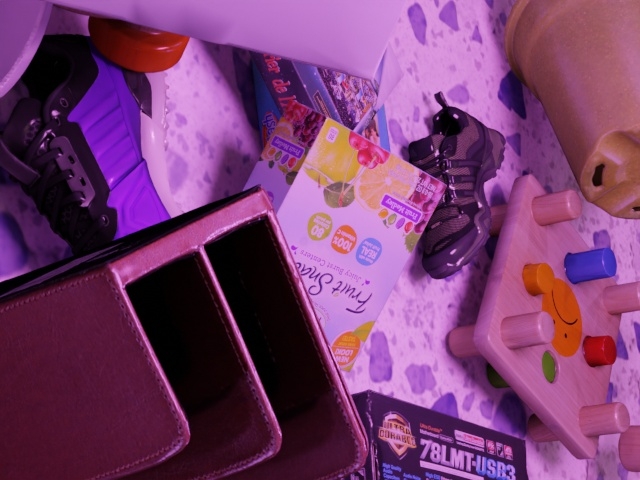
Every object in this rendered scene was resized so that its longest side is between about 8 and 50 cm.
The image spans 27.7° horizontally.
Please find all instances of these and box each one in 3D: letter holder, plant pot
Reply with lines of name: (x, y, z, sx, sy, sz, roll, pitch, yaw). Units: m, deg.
letter holder: (-0.146, 0.119, 0.895, 0.152, 0.302, 0.214, -30, 100, -49)
plant pot: (0.377, -0.176, 1.563, 0.276, 0.276, 0.254, 36, 36, -39)

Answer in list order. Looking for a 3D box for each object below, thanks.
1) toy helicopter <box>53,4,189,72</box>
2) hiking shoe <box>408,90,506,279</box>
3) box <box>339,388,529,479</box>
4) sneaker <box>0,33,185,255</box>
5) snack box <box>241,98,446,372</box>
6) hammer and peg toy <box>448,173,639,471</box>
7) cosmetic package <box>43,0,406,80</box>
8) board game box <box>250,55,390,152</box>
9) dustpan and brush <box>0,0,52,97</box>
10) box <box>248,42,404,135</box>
toy helicopter: (-0.198, -0.317, 1.091, 0.235, 0.140, 0.355, 15, 47, -16)
hiking shoe: (0.135, -0.060, 1.468, 0.114, 0.086, 0.227, 35, 49, -23)
box: (0.122, 0.324, 1.322, 0.295, 0.073, 0.293, 24, 54, -47)
sneaker: (-0.192, -0.043, 1.034, 0.146, 0.102, 0.293, 13, 52, -40)
snack box: (0.000, 0.000, 1.214, 0.174, 0.070, 0.207, 25, 94, -41)
hammer and peg toy: (0.310, 0.120, 1.581, 0.361, 0.127, 0.266, 46, 47, -33)
cosmetic package: (-0.091, -0.301, 0.965, 0.284, 0.097, 0.377, 9, 46, -14)
board game box: (0.009, -0.088, 1.338, 0.160, 0.047, 0.210, 0, 81, -49)
dustpan and brush: (-0.284, -0.115, 0.968, 0.060, 0.147, 0.211, -27, 130, -69)
box: (-0.010, -0.212, 1.253, 0.159, 0.044, 0.233, -54, 128, -41)
